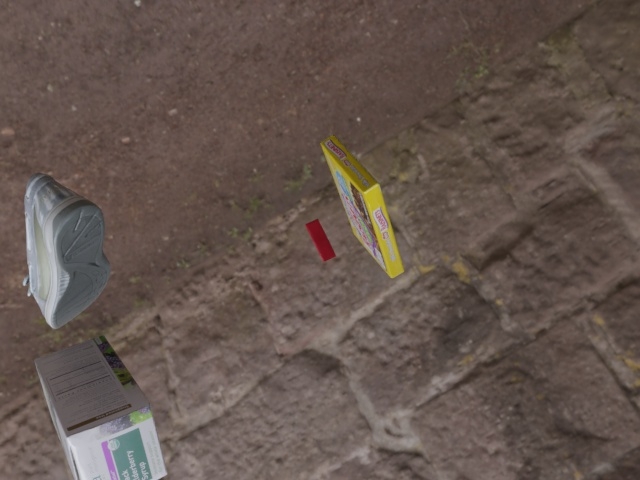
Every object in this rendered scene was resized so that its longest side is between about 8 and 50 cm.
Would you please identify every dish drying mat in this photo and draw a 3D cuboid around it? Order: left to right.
[{"bbox_3d":[0.000,0.000,1.391,0.032,0.083,0.008,-25,175,-25],"label":"dish drying mat"}]

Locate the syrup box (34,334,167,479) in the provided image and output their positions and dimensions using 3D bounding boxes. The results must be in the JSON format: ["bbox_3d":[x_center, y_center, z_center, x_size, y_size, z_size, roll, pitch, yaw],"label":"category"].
[{"bbox_3d":[-0.268,0.205,0.846,0.096,0.237,0.093,-18,110,-26],"label":"syrup box"}]

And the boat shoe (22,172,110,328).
[{"bbox_3d":[-0.409,0.026,1.114,0.118,0.103,0.320,-40,163,-34],"label":"boat shoe"}]

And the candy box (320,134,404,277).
[{"bbox_3d":[0.058,-0.039,0.932,0.027,0.105,0.206,-32,144,-5],"label":"candy box"}]
